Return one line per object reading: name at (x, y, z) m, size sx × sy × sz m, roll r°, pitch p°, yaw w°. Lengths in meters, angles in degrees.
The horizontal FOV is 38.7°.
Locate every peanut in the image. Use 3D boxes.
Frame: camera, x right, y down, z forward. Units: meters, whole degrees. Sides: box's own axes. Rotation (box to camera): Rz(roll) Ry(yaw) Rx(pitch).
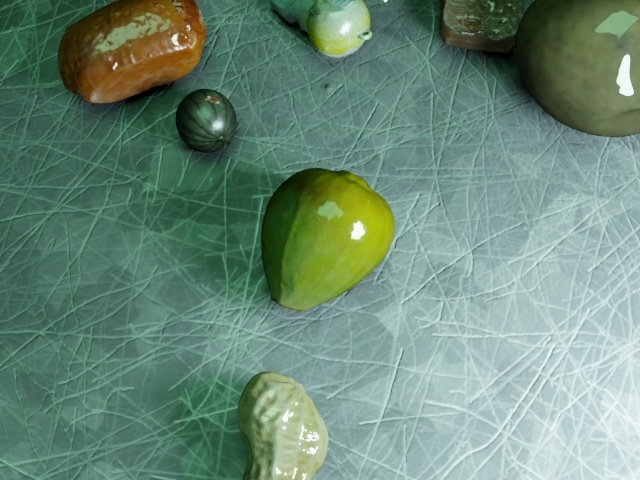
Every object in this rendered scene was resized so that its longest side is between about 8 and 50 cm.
peanut at (-0.054, 0.343, 1.356) m, size 0.136 × 0.120 × 0.298 m, roll -4°, pitch 73°, yaw 5°

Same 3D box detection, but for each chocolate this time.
chocolate at (0.291, -0.432, 1.643) m, size 0.149 × 0.093 × 0.214 m, roll 7°, pitch 70°, yaw 5°

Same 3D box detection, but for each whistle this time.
whistle at (0.002, -0.395, 1.641) m, size 0.223 × 0.123 × 0.123 m, roll 28°, pitch 72°, yaw 31°

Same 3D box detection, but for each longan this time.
longan at (0.495, -0.311, 1.506) m, size 0.350 × 0.288 × 0.288 m, roll 1°, pitch 70°, yaw -4°

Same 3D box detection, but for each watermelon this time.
watermelon at (-0.190, -0.197, 1.555) m, size 0.105 × 0.105 × 0.133 m, roll -29°, pitch 55°, yaw -9°

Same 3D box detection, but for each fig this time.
fig at (-0.003, -0.008, 1.450) m, size 0.230 × 0.207 × 0.207 m, roll -44°, pitch 72°, yaw 22°

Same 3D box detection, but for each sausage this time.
sausage at (-0.329, -0.339, 1.586) m, size 0.268 × 0.153 × 0.141 m, roll -25°, pitch 72°, yaw -7°
